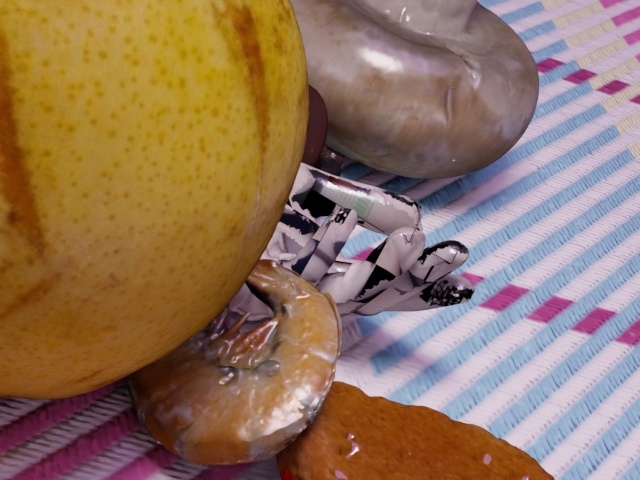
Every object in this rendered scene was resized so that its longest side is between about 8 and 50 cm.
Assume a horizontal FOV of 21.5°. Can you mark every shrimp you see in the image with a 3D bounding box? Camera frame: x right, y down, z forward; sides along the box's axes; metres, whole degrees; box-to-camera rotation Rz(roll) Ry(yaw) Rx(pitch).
[{"bbox_3d":[-0.055,0.063,1.010,0.132,0.052,0.187,-18,44,-13],"label":"shrimp"}]

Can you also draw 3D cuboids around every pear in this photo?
[{"bbox_3d":[-0.156,-0.069,0.904,0.314,0.314,0.314,21,30,-13],"label":"pear"}]

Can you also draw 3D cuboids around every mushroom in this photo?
[{"bbox_3d":[0.076,-0.176,1.359,0.243,0.243,0.243,21,30,-13],"label":"mushroom"}]

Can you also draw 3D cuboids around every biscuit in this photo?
[{"bbox_3d":[0.108,0.202,0.969,0.262,0.052,0.277,14,31,-29],"label":"biscuit"}]

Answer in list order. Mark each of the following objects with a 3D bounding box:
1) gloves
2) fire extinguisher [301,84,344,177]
[{"bbox_3d":[-0.004,0.008,1.127,0.212,0.111,0.127,28,11,3],"label":"gloves"},{"bbox_3d":[-0.110,-0.107,1.199,0.341,0.105,0.141,24,12,-35],"label":"fire extinguisher"}]
